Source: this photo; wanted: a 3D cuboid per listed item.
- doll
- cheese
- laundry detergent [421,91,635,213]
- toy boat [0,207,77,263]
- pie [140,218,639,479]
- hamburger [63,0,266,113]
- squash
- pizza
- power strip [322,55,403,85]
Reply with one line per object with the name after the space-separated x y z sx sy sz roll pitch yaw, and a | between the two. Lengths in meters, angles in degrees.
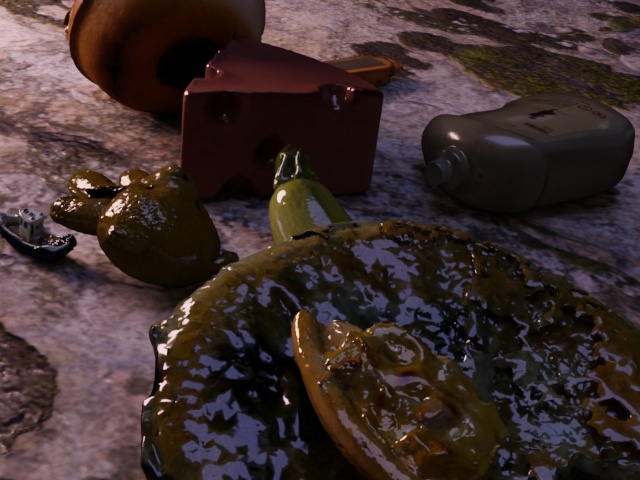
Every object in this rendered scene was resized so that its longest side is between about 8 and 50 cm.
-0.152 -0.031 0.848 0.137 0.097 0.209 10 17 -36 | doll
-0.029 -0.119 1.008 0.177 0.128 0.203 10 27 6 | cheese
0.205 -0.096 1.063 0.253 0.091 0.181 -16 35 -37 | laundry detergent
-0.245 -0.008 0.845 0.083 0.038 0.038 20 31 20 | toy boat
0.061 0.098 0.639 0.371 0.078 0.296 -10 45 -25 | pie
-0.173 -0.241 1.119 0.237 0.236 0.147 -7 54 -25 | hamburger
0.000 0.002 0.851 0.090 0.075 0.200 -21 58 -13 | squash
0.046 0.089 0.560 0.099 0.035 0.160 -14 47 -26 | pizza
0.042 -0.221 1.320 0.178 0.028 0.049 -15 36 -36 | power strip
